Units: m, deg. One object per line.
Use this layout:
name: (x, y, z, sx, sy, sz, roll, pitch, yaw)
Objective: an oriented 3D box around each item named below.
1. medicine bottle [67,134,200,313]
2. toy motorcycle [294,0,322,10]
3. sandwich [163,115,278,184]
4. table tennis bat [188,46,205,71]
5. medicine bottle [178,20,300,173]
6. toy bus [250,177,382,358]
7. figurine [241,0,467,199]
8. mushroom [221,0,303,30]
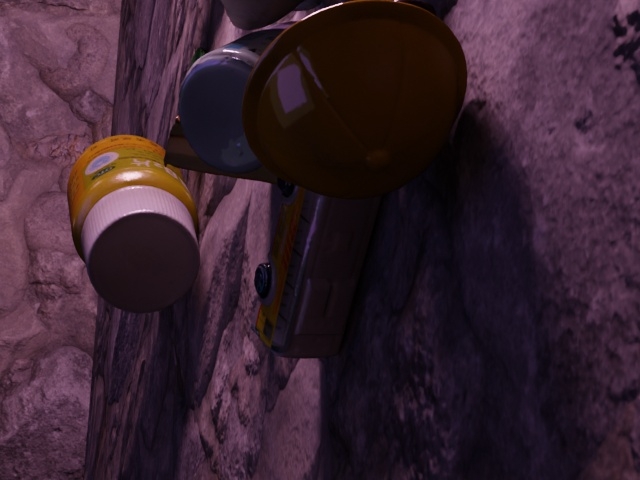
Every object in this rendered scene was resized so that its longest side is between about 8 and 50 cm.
medicine bottle: (-0.331, -0.034, 1.936, 0.384, 0.224, 0.224, -122, 41, -63)
toy motorcycle: (-0.022, -0.422, 1.278, 0.182, 0.241, 0.319, -27, 41, 20)
sandwich: (-0.125, -0.142, 1.435, 0.113, 0.163, 0.079, -108, 30, -54)
table tennis bat: (-0.234, -0.256, 2.025, 0.257, 0.039, 0.160, -99, 23, -52)
medicine bottle: (-0.058, -0.160, 1.181, 0.168, 0.135, 0.135, -41, -27, -55)
toy bus: (0.000, 0.000, 1.135, 0.106, 0.092, 0.268, 50, 131, 53)
figurine: (0.038, -0.135, 0.945, 0.192, 0.167, 0.257, -60, 3, 27)
mushroom: (-0.017, -0.293, 1.104, 0.247, 0.096, 0.108, -12, 72, 39)
